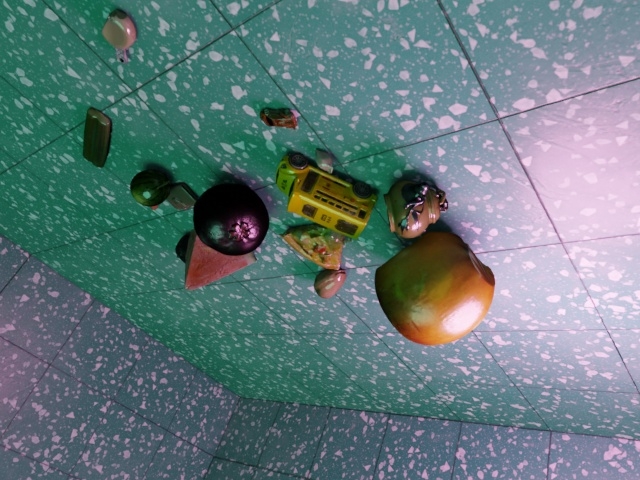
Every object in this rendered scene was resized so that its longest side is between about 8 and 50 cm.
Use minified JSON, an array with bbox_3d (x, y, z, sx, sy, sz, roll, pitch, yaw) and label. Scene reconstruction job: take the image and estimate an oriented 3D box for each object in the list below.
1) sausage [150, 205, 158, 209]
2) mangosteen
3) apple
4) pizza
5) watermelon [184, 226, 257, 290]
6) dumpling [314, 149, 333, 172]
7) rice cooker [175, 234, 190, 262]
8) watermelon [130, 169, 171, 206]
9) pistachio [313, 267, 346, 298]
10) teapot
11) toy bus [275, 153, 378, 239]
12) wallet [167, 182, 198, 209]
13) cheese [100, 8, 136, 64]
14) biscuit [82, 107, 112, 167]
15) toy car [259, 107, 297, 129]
[{"bbox_3d":[-0.702,-0.161,2.110,0.034,0.034,0.083,16,146,11],"label":"sausage"},{"bbox_3d":[-0.331,-0.088,1.829,0.275,0.275,0.302,48,175,-34],"label":"mangosteen"},{"bbox_3d":[0.366,0.137,1.627,0.375,0.383,0.373,1,123,2],"label":"apple"},{"bbox_3d":[0.000,0.000,1.878,0.280,0.075,0.287,28,147,-10],"label":"pizza"},{"bbox_3d":[-0.423,0.064,2.079,0.283,0.292,0.250,39,123,-19],"label":"watermelon"},{"bbox_3d":[0.008,-0.239,1.548,0.076,0.052,0.057,23,143,3],"label":"dumpling"},{"bbox_3d":[-0.553,0.065,2.263,0.203,0.118,0.142,40,152,-10],"label":"rice cooker"},{"bbox_3d":[-0.627,-0.202,1.910,0.188,0.140,0.140,-9,137,25],"label":"watermelon"},{"bbox_3d":[0.040,0.172,2.077,0.126,0.108,0.185,1,152,-27],"label":"pistachio"},{"bbox_3d":[0.289,-0.092,1.511,0.183,0.172,0.269,-12,150,6],"label":"teapot"},{"bbox_3d":[0.002,-0.136,1.610,0.331,0.152,0.144,24,148,-2],"label":"toy bus"},{"bbox_3d":[-0.558,-0.172,2.004,0.153,0.038,0.118,-10,133,39],"label":"wallet"},{"bbox_3d":[-0.573,-0.573,1.425,0.092,0.047,0.171,35,146,-16],"label":"cheese"},{"bbox_3d":[-0.836,-0.374,1.883,0.099,0.038,0.322,33,146,-11],"label":"biscuit"},{"bbox_3d":[-0.125,-0.355,1.479,0.122,0.035,0.059,7,148,21],"label":"toy car"}]
